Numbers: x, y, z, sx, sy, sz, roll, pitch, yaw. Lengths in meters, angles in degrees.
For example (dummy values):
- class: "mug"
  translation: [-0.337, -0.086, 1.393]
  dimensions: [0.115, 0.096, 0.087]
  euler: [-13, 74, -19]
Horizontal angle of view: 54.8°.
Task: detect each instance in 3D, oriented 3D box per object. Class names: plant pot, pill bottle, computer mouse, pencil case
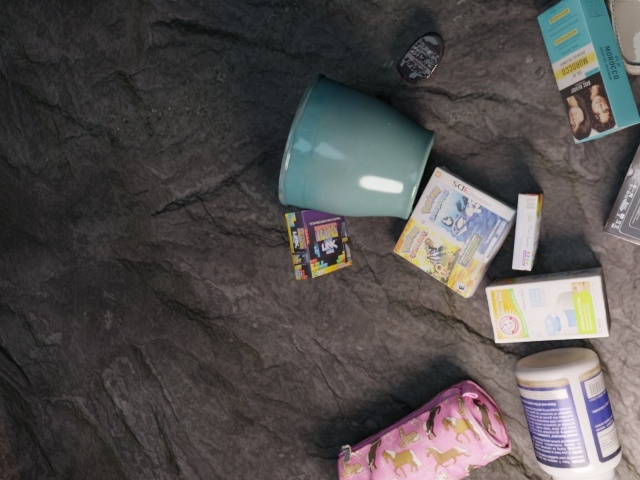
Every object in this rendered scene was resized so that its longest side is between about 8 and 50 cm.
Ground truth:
- class: "plant pot"
  translation: [0.083, -0.163, 1.232]
  dimensions: [0.255, 0.271, 0.272]
  euler: [18, 105, 7]
- class: "pill bottle"
  translation: [0.466, 0.345, 1.147]
  dimensions: [0.153, 0.153, 0.265]
  euler: [-14, 90, 28]
- class: "computer mouse"
  translation: [0.169, -0.329, 1.285]
  dimensions: [0.071, 0.041, 0.242]
  euler: [42, 119, -2]
- class: "pencil case"
  translation: [0.207, 0.442, 1.295]
  dimensions: [0.386, 0.167, 0.160]
  euler: [-38, 44, 26]

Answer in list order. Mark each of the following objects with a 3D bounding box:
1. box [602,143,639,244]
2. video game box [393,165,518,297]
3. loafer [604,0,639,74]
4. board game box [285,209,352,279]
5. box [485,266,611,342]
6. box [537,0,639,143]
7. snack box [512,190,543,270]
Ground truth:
- class: "box"
  translation: [0.624, -0.090, 1.064]
  dimensions: [0.183, 0.056, 0.231]
  euler: [23, 107, 22]
- class: "video game box"
  translation: [0.272, -0.019, 1.254]
  dimensions: [0.187, 0.048, 0.205]
  euler: [35, 111, 27]
- class: "loafer"
  translation: [0.531, -0.444, 1.035]
  dimensions: [0.112, 0.111, 0.320]
  euler: [-4, 95, 28]
- class: "board game box"
  translation: [0.000, 0.000, 1.334]
  dimensions: [0.048, 0.170, 0.141]
  euler: [-6, 94, 32]
- class: "box"
  translation: [0.430, 0.123, 1.165]
  dimensions: [0.203, 0.103, 0.114]
  euler: [-8, 92, 28]
- class: "box"
  translation: [0.470, -0.304, 1.088]
  dimensions: [0.100, 0.060, 0.244]
  euler: [-21, 85, 68]
- class: "snack box"
  translation: [0.393, -0.020, 1.167]
  dimensions: [0.037, 0.100, 0.141]
  euler: [7, 99, 26]
